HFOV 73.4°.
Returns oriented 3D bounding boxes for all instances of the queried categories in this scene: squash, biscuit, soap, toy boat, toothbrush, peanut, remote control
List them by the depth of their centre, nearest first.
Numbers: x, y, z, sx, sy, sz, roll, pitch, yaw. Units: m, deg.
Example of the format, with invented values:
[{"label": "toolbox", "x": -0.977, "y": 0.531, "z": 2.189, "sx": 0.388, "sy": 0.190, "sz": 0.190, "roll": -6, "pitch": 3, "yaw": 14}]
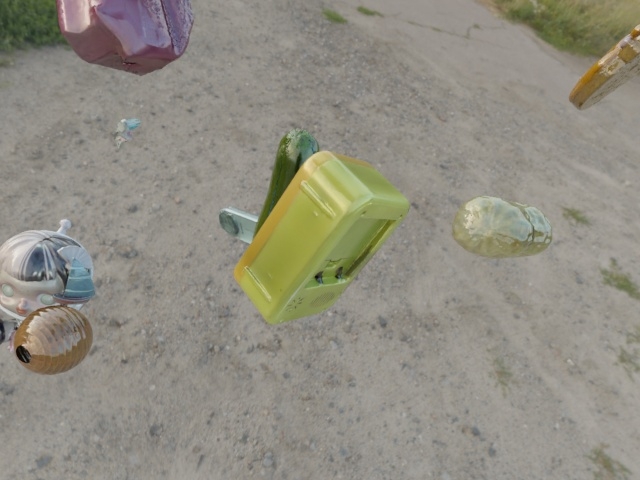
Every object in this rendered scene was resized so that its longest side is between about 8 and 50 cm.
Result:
[{"label": "toothbrush", "x": -0.227, "y": -0.121, "z": 0.493, "sx": 0.022, "sy": 0.017, "sz": 0.204, "roll": -19, "pitch": 14, "yaw": -25}, {"label": "biscuit", "x": 0.471, "y": -0.285, "z": 0.672, "sx": 0.170, "sy": 0.170, "sz": 0.050, "roll": -23, "pitch": 72, "yaw": -36}, {"label": "soap", "x": -0.334, "y": -0.440, "z": 0.739, "sx": 0.220, "sy": 0.127, "sz": 0.325, "roll": -5, "pitch": 79, "yaw": -59}, {"label": "squash", "x": -0.073, "y": -0.051, "z": 0.805, "sx": 0.087, "sy": 0.332, "sz": 0.087, "roll": 17, "pitch": 31, "yaw": -11}, {"label": "peanut", "x": 0.446, "y": -0.025, "z": 1.031, "sx": 0.313, "sy": 0.152, "sz": 0.152, "roll": 7, "pitch": 46, "yaw": -38}, {"label": "toy boat", "x": -0.607, "y": 0.103, "z": 1.077, "sx": 0.096, "sy": 0.122, "sz": 0.034, "roll": 9, "pitch": 22, "yaw": -44}, {"label": "remote control", "x": -0.220, "y": -0.039, "z": 1.330, "sx": 0.247, "sy": 0.104, "sz": 0.052, "roll": 21, "pitch": 43, "yaw": 31}]

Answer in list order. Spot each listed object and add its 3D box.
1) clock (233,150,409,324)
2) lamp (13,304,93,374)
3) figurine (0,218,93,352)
[{"label": "clock", "x": 0.000, "y": 0.000, "z": 0.523, "sx": 0.096, "sy": 0.202, "sz": 0.143, "roll": 46, "pitch": 25, "yaw": 23}, {"label": "lamp", "x": -0.518, "y": 0.193, "z": 0.836, "sx": 0.136, "sy": 0.136, "sz": 0.136, "roll": 12, "pitch": 46, "yaw": -12}, {"label": "figurine", "x": -0.762, "y": 0.135, "z": 1.161, "sx": 0.253, "sy": 0.361, "sz": 0.211, "roll": 8, "pitch": 26, "yaw": -25}]
